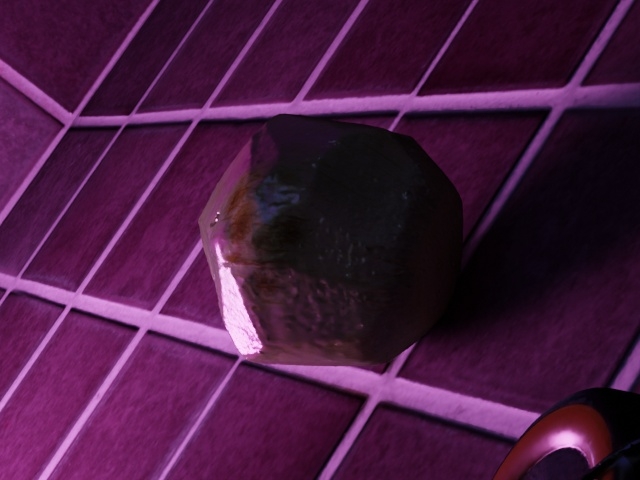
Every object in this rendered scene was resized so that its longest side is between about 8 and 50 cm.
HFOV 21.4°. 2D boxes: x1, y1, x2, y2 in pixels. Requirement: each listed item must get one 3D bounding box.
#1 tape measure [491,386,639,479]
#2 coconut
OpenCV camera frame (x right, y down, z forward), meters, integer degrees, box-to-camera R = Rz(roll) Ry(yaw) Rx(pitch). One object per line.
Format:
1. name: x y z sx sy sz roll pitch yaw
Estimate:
1. tape measure: 0.161 0.185 0.950 0.223 0.135 0.202 -11 54 66
2. coconut: 0.000 0.000 1.433 0.236 0.236 0.204 -42 -10 24
